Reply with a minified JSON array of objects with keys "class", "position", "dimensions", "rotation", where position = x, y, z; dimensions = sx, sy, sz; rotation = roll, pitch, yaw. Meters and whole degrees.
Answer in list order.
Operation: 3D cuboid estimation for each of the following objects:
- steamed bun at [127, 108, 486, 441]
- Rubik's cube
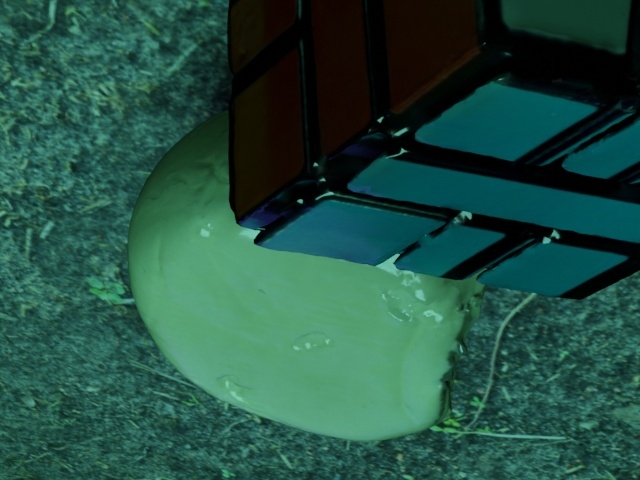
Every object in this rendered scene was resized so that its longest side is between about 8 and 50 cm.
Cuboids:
[{"class":"steamed bun","position":[0.000,0.000,1.400],"dimensions":[0.312,0.233,0.334],"rotation":[20,140,-1]},{"class":"Rubik's cube","position":[0.122,-0.148,0.994],"dimensions":[0.288,0.293,0.283],"rotation":[12,157,-29]}]
